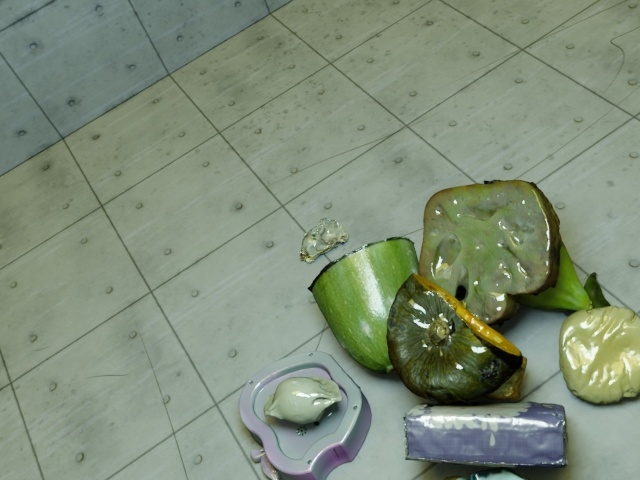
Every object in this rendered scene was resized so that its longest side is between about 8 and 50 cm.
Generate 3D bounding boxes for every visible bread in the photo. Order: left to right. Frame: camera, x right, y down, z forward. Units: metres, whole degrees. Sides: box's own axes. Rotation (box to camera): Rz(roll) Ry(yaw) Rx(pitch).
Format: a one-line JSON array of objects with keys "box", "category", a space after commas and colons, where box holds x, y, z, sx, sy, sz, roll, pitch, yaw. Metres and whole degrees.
[{"box": [0.399, 0.302, 1.821, 0.229, 0.139, 0.143, 23, 90, 40], "category": "bread"}]

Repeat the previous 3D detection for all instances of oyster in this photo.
[{"box": [-0.001, -0.003, 2.292, 0.166, 0.053, 0.108, -29, 74, -15], "category": "oyster"}]

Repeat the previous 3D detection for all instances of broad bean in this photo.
[{"box": [0.710, 0.180, 1.887, 0.065, 0.046, 0.254, -10, 47, -5], "category": "broad bean"}]

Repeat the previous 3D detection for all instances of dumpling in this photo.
[{"box": [-0.041, 0.375, 1.831, 0.181, 0.111, 0.155, 10, 23, 0], "category": "dumpling"}]

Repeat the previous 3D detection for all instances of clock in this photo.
[{"box": [-0.048, 0.444, 1.907, 0.338, 0.102, 0.338, -10, 49, 12], "category": "clock"}]

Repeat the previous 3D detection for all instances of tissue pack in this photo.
[{"box": [0.368, 0.426, 1.675, 0.343, 0.242, 0.125, -3, 84, 18], "category": "tissue pack"}]

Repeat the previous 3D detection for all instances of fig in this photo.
[{"box": [0.558, 0.058, 1.927, 0.314, 0.233, 0.233, 8, 55, 28], "category": "fig"}]

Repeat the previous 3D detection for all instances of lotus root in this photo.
[{"box": [0.398, 0.017, 1.841, 0.390, 0.111, 0.375, -55, 53, 23], "category": "lotus root"}]

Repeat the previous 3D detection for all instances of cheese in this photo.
[{"box": [0.668, 0.266, 1.768, 0.214, 0.117, 0.226, -7, 75, 18], "category": "cheese"}]

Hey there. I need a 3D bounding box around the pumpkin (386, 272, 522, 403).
[{"box": [0.266, 0.247, 1.699, 0.325, 0.242, 0.232, 39, 98, 35], "category": "pumpkin"}]

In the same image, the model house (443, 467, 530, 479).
[{"box": [0.381, 0.589, 1.609, 0.253, 0.184, 0.291, -47, 38, -12], "category": "model house"}]

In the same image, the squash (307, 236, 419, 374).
[{"box": [0.168, 0.192, 1.956, 0.310, 0.310, 0.309, -25, 71, -1], "category": "squash"}]
